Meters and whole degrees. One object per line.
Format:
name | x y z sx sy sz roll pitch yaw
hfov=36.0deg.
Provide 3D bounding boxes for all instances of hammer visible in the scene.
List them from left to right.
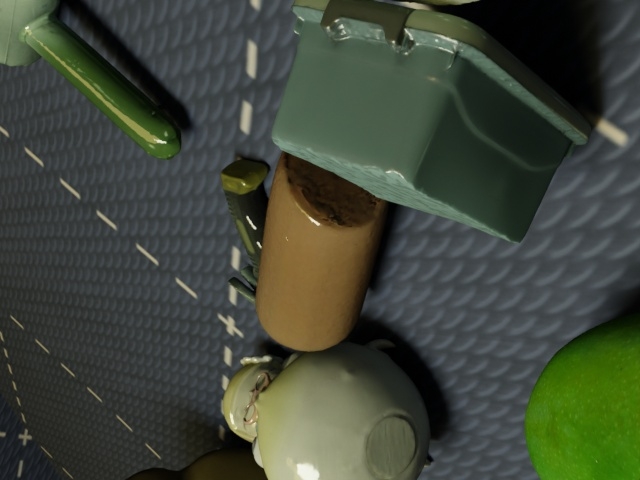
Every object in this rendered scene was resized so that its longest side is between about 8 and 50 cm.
hammer | -0.286 -0.222 1.161 0.335 0.119 0.206 42 150 -1
hammer | -0.067 0.005 1.181 0.158 0.041 0.226 16 137 41

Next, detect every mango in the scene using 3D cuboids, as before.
mango | 0.292 0.156 0.727 0.225 0.201 0.382 49 153 -10

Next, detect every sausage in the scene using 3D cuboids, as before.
sausage | 0.000 0.000 1.006 0.123 0.123 0.253 38 148 20

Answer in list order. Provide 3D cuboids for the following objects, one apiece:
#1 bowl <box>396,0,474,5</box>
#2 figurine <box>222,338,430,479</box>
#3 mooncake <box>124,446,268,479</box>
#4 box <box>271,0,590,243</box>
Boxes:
bowl | 0.000 -0.344 0.512 0.435 0.196 0.435 30 166 8
figurine | -0.002 0.236 1.249 0.274 0.227 0.394 31 165 -27
mooncake | -0.167 0.541 1.509 0.467 0.467 0.262 28 141 32
box | 0.080 -0.090 0.721 0.162 0.130 0.227 22 -179 38
